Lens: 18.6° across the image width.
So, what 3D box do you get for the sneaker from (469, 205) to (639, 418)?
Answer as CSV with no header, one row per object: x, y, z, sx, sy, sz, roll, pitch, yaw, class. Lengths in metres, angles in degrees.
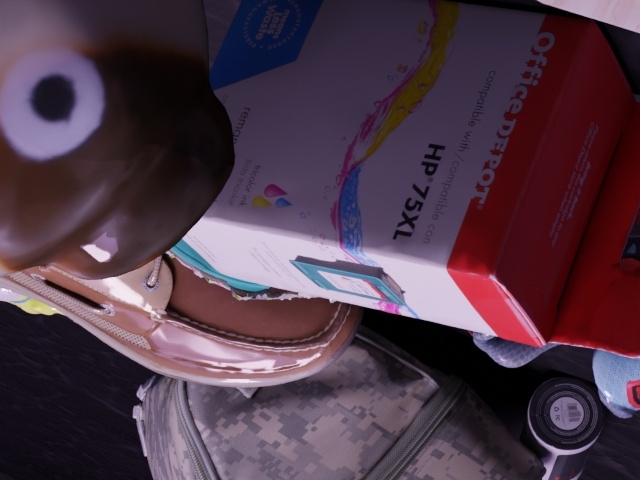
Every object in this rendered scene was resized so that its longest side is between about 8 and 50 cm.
0.188,0.037,0.972,0.262,0.125,0.104,7,158,41,sneaker

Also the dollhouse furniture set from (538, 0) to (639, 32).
-0.022,-0.181,0.454,0.303,0.198,0.286,19,162,11,dollhouse furniture set

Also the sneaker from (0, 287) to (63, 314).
-0.195,0.027,1.467,0.240,0.091,0.126,19,163,7,sneaker

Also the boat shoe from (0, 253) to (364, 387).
-0.130,0.005,1.280,0.324,0.123,0.116,16,160,14,boat shoe

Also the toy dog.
-0.225,-0.051,0.910,0.408,0.284,0.395,-15,-179,44,toy dog

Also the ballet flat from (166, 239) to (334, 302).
0.000,0.000,1.175,0.241,0.091,0.077,14,-176,36,ballet flat

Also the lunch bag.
-0.013,0.165,1.462,0.256,0.212,0.305,45,167,-1,lunch bag

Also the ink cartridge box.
0.054,-0.037,0.899,0.231,0.134,0.078,11,159,30,ink cartridge box

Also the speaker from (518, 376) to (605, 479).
0.173,0.142,1.424,0.055,0.055,0.136,20,162,8,speaker
